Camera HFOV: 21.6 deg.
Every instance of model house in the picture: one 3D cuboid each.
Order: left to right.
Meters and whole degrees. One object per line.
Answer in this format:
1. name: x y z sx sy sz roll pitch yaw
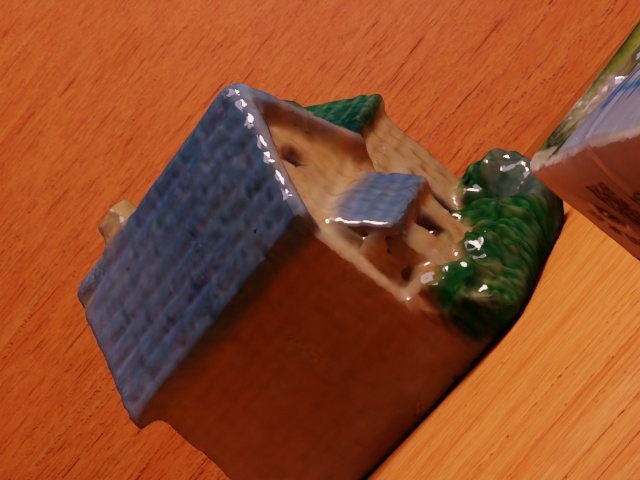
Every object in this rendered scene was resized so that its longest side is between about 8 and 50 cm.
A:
1. model house: 0.000 0.000 1.606 0.334 0.342 0.382 -51 -2 30

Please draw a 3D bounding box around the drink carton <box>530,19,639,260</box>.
1. drink carton: 0.222 -0.116 0.519 0.324 0.132 0.194 -51 0 -2
